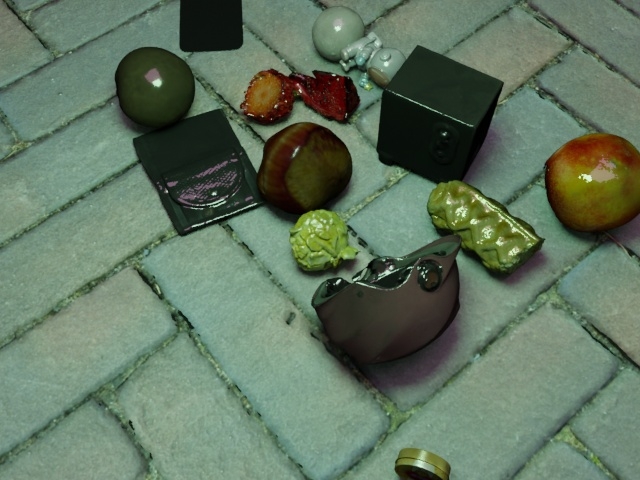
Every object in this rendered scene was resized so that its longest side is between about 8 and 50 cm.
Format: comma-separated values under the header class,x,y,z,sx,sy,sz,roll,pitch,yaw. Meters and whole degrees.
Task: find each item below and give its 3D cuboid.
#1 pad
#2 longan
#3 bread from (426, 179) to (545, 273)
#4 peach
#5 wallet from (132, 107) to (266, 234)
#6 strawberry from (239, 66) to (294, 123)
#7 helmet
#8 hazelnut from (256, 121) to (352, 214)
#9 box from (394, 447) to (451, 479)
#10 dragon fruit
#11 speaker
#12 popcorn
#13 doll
class,x,y,z,sx,sy,sz,roll,pitch,yaw
pad,-0.311,-0.635,2.012,0.181,0.004,0.267,-3,60,-3
longan,-0.410,-0.383,1.756,0.197,0.196,0.220,-20,47,-12
bread,0.361,-0.037,1.599,0.268,0.130,0.152,41,31,21
peach,0.623,-0.131,1.605,0.231,0.231,0.231,0,60,0
wallet,-0.295,-0.176,1.725,0.247,0.041,0.323,-22,60,-15
strawberry,-0.128,-0.362,1.793,0.145,0.086,0.145,-3,83,28
helmet,0.159,0.132,1.439,0.338,0.271,0.197,-20,92,-17
hazelnut,-0.041,-0.175,1.643,0.230,0.229,0.229,0,60,0
box,0.193,0.431,1.334,0.106,0.105,0.037,17,55,9
dragon fruit,-0.002,-0.375,1.802,0.192,0.122,0.092,24,77,10
speaker,0.268,-0.279,1.665,0.232,0.254,0.184,28,62,14
popcorn,0.000,0.000,1.570,0.141,0.135,0.162,-31,62,-25
doll,0.112,-0.501,1.864,0.287,0.151,0.151,39,66,15
